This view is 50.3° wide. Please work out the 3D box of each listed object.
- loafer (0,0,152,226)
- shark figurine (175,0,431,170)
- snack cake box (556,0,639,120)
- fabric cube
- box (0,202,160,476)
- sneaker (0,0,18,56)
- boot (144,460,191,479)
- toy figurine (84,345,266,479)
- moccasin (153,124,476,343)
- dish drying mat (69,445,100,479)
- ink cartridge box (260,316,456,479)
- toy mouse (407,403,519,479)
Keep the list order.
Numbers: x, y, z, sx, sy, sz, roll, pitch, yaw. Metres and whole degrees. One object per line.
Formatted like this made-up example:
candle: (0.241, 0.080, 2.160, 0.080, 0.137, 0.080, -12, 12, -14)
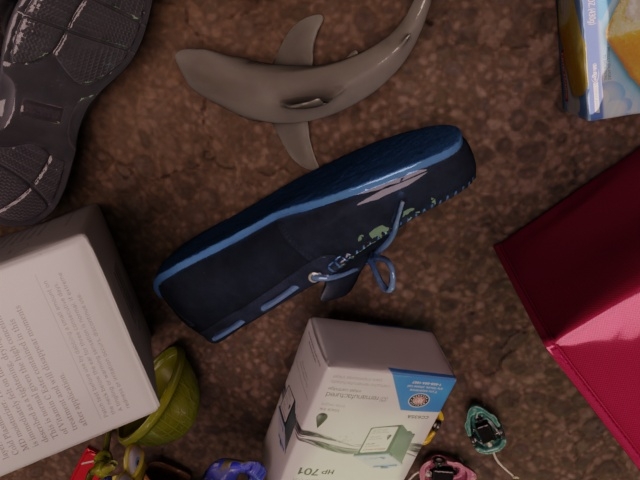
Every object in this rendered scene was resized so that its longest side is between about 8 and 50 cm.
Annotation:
loafer: (-0.257, -0.161, 0.649, 0.109, 0.095, 0.302, 18, 108, -38)
shark figurine: (0.016, -0.158, 0.617, 0.278, 0.116, 0.166, -26, 104, 13)
snack cake box: (0.284, -0.247, 0.579, 0.152, 0.089, 0.264, -8, 106, 8)
fabric cube: (0.343, 0.062, 0.580, 0.258, 0.254, 0.259, -37, 101, 13)
box: (-0.343, 0.112, 0.618, 0.346, 0.215, 0.168, -21, 105, -11)
sneaker: (-0.357, -0.218, 0.640, 0.153, 0.101, 0.268, 26, 106, 2)
boot: (-0.140, 0.403, 0.812, 0.284, 0.109, 0.220, 31, 103, 3)
toy figurine: (-0.125, 0.293, 0.654, 0.217, 0.362, 0.191, 30, 114, -13)
moccasin: (0.000, 0.000, 0.670, 0.342, 0.137, 0.116, -23, 108, 25)
dish drying mat: (-0.286, 0.288, 0.827, 0.032, 0.008, 0.083, 28, 107, -5)
ink cartridge box: (0.032, 0.181, 0.698, 0.140, 0.082, 0.190, 9, 117, -20)
toy mouse: (0.155, 0.229, 0.761, 0.143, 0.031, 0.160, 22, 107, -2)
